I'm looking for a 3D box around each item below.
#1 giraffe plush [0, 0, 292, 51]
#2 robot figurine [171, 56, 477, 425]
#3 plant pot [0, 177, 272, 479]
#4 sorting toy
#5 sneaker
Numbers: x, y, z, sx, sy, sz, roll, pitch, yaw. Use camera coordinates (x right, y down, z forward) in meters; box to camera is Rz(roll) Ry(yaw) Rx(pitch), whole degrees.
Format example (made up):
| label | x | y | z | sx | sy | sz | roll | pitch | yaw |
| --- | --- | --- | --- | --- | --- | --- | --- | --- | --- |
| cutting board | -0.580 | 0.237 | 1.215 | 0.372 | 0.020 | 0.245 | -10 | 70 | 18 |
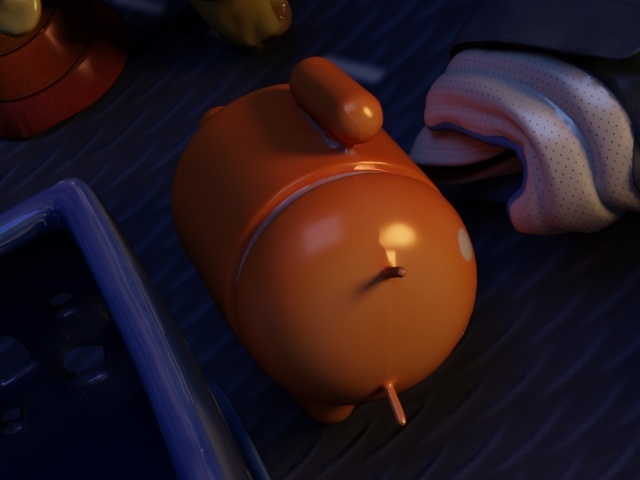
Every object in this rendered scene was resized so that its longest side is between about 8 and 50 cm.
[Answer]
| label | x | y | z | sx | sy | sz | roll | pitch | yaw |
| --- | --- | --- | --- | --- | --- | --- | --- | --- | --- |
| giraffe plush | -0.131 | -0.198 | 1.001 | 0.171 | 0.210 | 0.181 | -21 | 53 | 3 |
| robot figurine | 0.000 | 0.002 | 0.848 | 0.158 | 0.128 | 0.219 | -50 | 34 | 9 |
| plant pot | -0.127 | 0.155 | 0.756 | 0.236 | 0.212 | 0.236 | -32 | 50 | 1 |
| sorting toy | -0.236 | -0.239 | 1.143 | 0.127 | 0.126 | 0.365 | -25 | 51 | 7 |
| sneaker | 0.121 | -0.138 | 0.903 | 0.236 | 0.130 | 0.322 | -35 | 44 | 6 |
